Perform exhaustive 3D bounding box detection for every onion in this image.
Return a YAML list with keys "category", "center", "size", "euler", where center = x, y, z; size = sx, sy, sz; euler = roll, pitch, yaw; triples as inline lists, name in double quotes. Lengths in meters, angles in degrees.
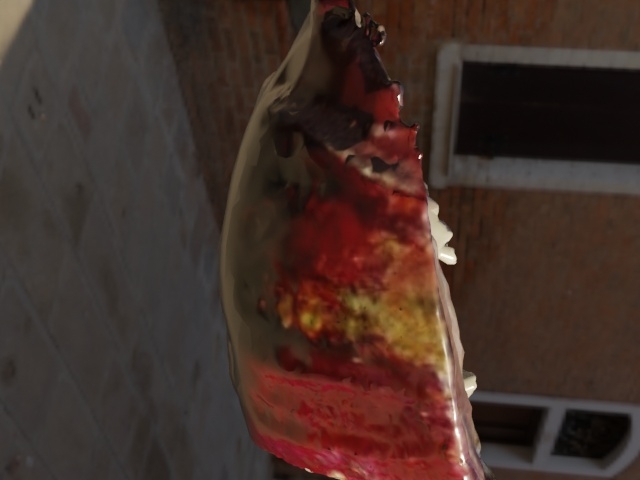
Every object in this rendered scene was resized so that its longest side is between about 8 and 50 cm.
- category: "onion"
  center: [0.000, 0.000, 0.592]
  size: [0.314, 0.146, 0.280]
  euler: [-69, 144, -83]
